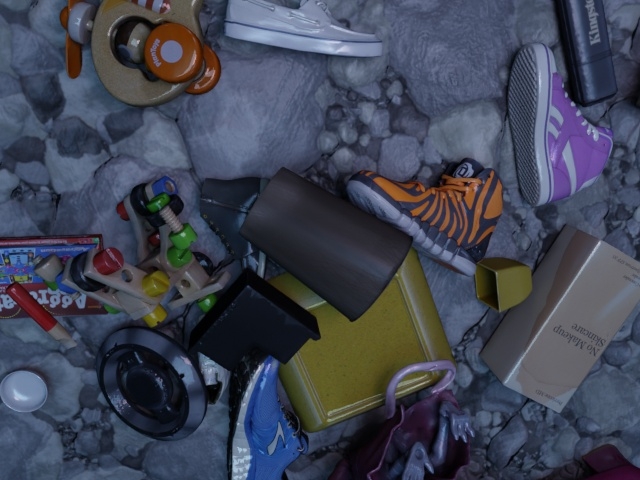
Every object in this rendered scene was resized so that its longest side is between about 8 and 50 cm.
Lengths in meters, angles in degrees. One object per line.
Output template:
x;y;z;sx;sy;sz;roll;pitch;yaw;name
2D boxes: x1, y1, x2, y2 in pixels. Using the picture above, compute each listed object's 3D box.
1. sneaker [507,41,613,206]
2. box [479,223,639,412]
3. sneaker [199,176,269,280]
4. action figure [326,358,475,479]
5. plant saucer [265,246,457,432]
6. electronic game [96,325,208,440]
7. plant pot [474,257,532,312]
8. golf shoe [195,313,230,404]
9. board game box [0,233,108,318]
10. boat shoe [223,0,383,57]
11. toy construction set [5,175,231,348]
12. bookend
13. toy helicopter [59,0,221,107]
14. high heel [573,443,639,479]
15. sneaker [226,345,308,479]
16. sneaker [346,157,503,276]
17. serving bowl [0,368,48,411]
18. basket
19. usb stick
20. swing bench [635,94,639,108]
0.419;-0.211;1.032;0.161;0.102;0.282;-16;117;-5;sneaker
0.452;0.144;1.114;0.148;0.121;0.311;26;101;-13;box
-0.151;-0.001;1.041;0.118;0.083;0.222;3;95;-2;sneaker
0.100;0.405;1.092;0.248;0.276;0.370;4;150;-21;action figure
0.068;0.188;1.109;0.333;0.081;0.333;-22;107;0;plant saucer
-0.304;0.258;1.070;0.229;0.048;0.229;7;110;19;electronic game
0.343;0.075;1.108;0.083;0.081;0.081;-13;106;-13;plant pot
-0.189;0.214;1.065;0.069;0.086;0.176;-2;122;-1;golf shoe
-0.519;0.065;1.041;0.281;0.027;0.145;-2;107;-5;board game box
-0.022;-0.344;0.946;0.258;0.095;0.084;6;109;-9;boat shoe
-0.294;0.075;0.964;0.309;0.257;0.237;-31;116;3;toy construction set
-0.110;0.157;1.001;0.157;0.072;0.156;37;102;-18;bookend
-0.297;-0.382;0.911;0.235;0.140;0.355;-7;95;5;toy helicopter
0.494;0.570;1.203;0.377;0.181;0.127;-41;106;6;high heel
-0.096;0.335;1.121;0.147;0.130;0.330;0;113;-14;sneaker
0.188;-0.078;1.013;0.321;0.124;0.180;30;87;-38;sneaker
-0.539;0.271;1.094;0.083;0.027;0.083;-1;105;-5;serving bowl
0.000;0.000;0.938;0.227;0.204;0.154;33;64;-1;basket
0.446;-0.368;1.013;0.077;0.045;0.278;-18;106;0;usb stick
0.685;-0.315;0.996;0.254;0.165;0.253;18;103;-5;swing bench
